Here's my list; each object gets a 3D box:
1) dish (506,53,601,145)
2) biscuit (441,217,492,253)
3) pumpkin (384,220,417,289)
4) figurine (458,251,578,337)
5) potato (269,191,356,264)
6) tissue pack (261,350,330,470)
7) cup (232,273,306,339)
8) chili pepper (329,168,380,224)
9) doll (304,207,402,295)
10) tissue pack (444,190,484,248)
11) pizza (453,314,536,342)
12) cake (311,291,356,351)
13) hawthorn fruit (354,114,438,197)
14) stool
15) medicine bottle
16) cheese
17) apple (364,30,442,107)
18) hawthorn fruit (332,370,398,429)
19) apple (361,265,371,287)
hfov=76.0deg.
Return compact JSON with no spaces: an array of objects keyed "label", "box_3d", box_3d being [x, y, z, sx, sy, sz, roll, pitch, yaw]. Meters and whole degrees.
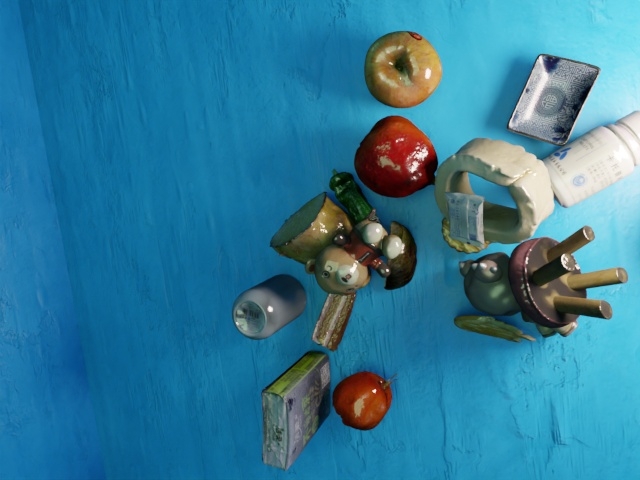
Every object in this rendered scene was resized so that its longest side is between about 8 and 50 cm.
[{"label":"dish","box_3d":[0.715,-0.430,1.274,0.182,0.080,0.243,24,104,18]},{"label":"biscuit","box_3d":[0.506,-0.015,1.431,0.183,0.061,0.118,21,106,22]},{"label":"pumpkin","box_3d":[0.288,0.073,1.480,0.111,0.163,0.278,10,101,16]},{"label":"figurine","box_3d":[0.629,0.183,1.335,0.381,0.248,0.203,33,93,1]},{"label":"potato","box_3d":[0.000,0.000,1.563,0.289,0.301,0.237,-22,119,42]},{"label":"tissue pack","box_3d":[-0.082,0.634,1.587,0.124,0.394,0.287,2,99,23]},{"label":"cup","box_3d":[-0.208,0.265,1.638,0.206,0.312,0.205,3,98,21]},{"label":"chili pepper","box_3d":[0.120,-0.161,1.536,0.099,0.136,0.270,-46,69,29]},{"label":"doll","box_3d":[0.112,0.052,1.403,0.235,0.174,0.330,34,114,-26]},{"label":"tissue pack","box_3d":[0.453,-0.065,1.285,0.123,0.026,0.193,21,140,41]},{"label":"pizza","box_3d":[0.593,0.298,1.396,0.262,0.181,0.034,14,69,12]},{"label":"cake","box_3d":[0.052,0.313,1.651,0.116,0.113,0.295,20,98,18]},{"label":"hawthorn fruit","box_3d":[0.270,-0.262,1.399,0.307,0.265,0.265,32,109,2]},{"label":"stool","box_3d":[0.692,0.104,1.154,0.272,0.272,0.178,62,150,5]},{"label":"medicine bottle","box_3d":[0.813,-0.237,1.209,0.293,0.170,0.170,-34,83,22]},{"label":"cheese","box_3d":[0.530,-0.148,1.263,0.332,0.153,0.292,25,143,35]},{"label":"apple","box_3d":[0.275,-0.571,1.383,0.261,0.194,0.260,4,101,22]},{"label":"hawthorn fruit","box_3d":[0.185,0.597,1.579,0.299,0.211,0.211,-44,79,13]},{"label":"apple","box_3d":[0.131,0.132,1.578,0.126,0.126,0.102,37,132,15]}]
